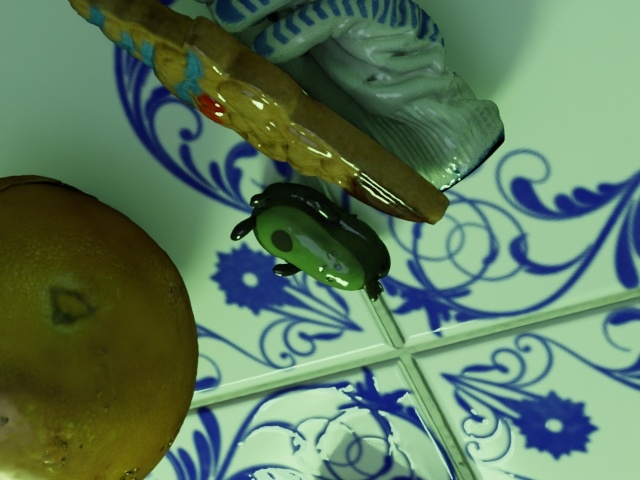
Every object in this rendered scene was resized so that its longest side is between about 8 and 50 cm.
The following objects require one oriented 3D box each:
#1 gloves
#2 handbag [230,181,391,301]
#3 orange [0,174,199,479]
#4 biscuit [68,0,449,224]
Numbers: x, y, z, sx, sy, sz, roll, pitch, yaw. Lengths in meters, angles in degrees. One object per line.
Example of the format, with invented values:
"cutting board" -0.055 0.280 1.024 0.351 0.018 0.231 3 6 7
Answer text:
"gloves" 0.014 -0.117 0.957 0.229 0.097 0.119 32 154 -16
"handbag" 0.000 0.000 1.061 0.111 0.047 0.072 31 126 1
"orange" -0.203 0.079 1.066 0.240 0.240 0.240 9 123 13
"biscuit" -0.045 -0.086 0.952 0.280 0.183 0.043 36 87 6
